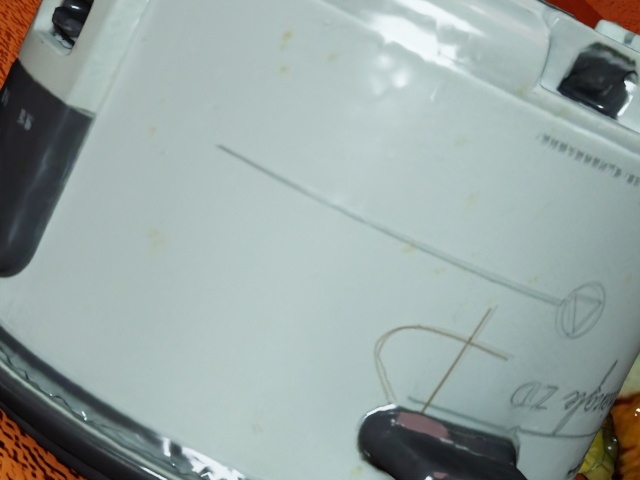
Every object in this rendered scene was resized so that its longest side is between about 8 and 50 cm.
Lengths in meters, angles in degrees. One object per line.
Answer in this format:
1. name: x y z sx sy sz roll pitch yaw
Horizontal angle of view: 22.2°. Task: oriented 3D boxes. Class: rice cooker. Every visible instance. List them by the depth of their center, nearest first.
1. rice cooker: 0.000 0.000 0.560 0.241 0.227 0.280 20 11 -33

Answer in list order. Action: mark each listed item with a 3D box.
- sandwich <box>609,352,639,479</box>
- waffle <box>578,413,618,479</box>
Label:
1. sandwich: 0.244 0.163 0.835 0.250 0.162 0.301 57 22 -12
2. waffle: 0.147 0.084 1.008 0.191 0.038 0.191 41 20 -19
